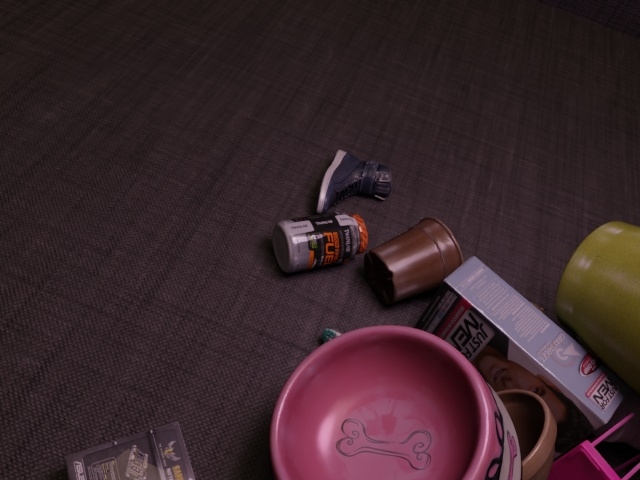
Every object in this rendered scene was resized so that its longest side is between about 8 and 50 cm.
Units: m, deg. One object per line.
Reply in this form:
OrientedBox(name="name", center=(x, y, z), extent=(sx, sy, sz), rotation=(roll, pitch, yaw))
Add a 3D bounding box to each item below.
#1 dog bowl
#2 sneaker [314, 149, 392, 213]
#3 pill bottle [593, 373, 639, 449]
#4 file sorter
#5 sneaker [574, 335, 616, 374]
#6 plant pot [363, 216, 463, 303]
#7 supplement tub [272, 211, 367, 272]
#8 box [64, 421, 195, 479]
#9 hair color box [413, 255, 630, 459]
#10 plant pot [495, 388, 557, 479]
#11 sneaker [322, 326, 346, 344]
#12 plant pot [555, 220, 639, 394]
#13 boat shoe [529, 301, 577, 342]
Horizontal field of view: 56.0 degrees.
OrientedBox(name="dog bowl", center=(0.100, 0.311, 0.946), extent=(0.408, 0.150, 0.408), rotation=(-11, 48, 12))
OrientedBox(name="sneaker", center=(0.086, -0.128, 1.475), extent=(0.163, 0.086, 0.226), rotation=(21, 48, 6))
OrientedBox(name="pill bottle", center=(0.694, 0.334, 1.210), extent=(0.302, 0.169, 0.169), rotation=(3, 51, -14))
OrientedBox(name="file sorter", center=(0.545, 0.476, 1.031), extent=(0.182, 0.202, 0.290), rotation=(-18, 58, -31))
OrientedBox(name="sneaker", center=(0.782, 0.190, 1.345), extent=(0.410, 0.182, 0.158), rotation=(-10, 54, -23))
OrientedBox(name="plant pot", center=(0.195, 0.053, 1.318), extent=(0.165, 0.167, 0.167), rotation=(-22, 60, -20))
OrientedBox(name="supplement tub", center=(0.000, 0.000, 1.324), extent=(0.190, 0.117, 0.117), rotation=(-11, 55, -23))
OrientedBox(name="box", center=(-0.280, 0.420, 0.935), extent=(0.183, 0.056, 0.231), rotation=(-12, 56, -25))
OrientedBox(name="hair color box", center=(0.382, 0.229, 1.196), extent=(0.374, 0.185, 0.114), rotation=(43, 52, 20))
OrientedBox(name="plant pot", center=(0.317, 0.383, 1.056), extent=(0.109, 0.237, 0.237), rotation=(55, 51, -11))
OrientedBox(name="sneaker", center=(0.081, 0.221, 1.212), extent=(0.166, 0.065, 0.076), rotation=(33, 34, 8))
OrientedBox(name="plant pot", center=(0.636, 0.131, 1.071), extent=(0.367, 0.366, 0.353), rotation=(-18, 33, -28))
OrientedBox(name="boat shoe", center=(0.452, 0.177, 1.316), extent=(0.302, 0.109, 0.098), rotation=(33, 51, 20))
